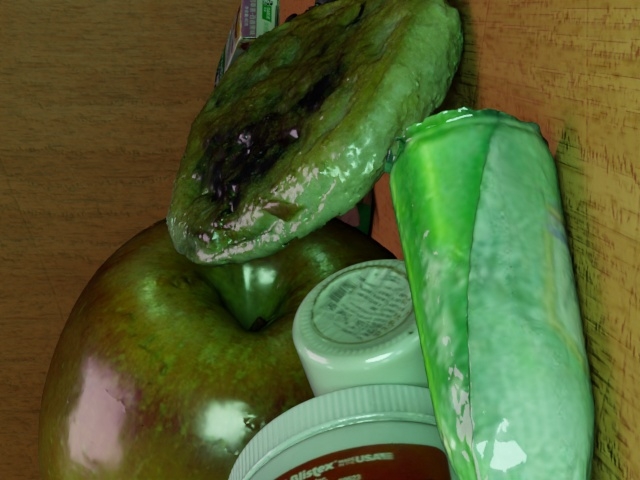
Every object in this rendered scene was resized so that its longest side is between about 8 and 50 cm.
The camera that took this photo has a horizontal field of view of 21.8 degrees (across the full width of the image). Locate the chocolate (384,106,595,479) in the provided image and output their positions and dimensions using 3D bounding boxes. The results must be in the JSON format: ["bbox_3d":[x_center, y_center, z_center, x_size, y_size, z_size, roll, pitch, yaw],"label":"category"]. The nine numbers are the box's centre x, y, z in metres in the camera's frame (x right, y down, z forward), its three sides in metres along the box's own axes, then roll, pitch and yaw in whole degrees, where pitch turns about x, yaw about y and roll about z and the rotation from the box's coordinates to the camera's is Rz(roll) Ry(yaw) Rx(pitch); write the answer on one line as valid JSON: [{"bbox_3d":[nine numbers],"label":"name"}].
[{"bbox_3d":[0.105,0.069,0.937,0.110,0.110,0.291,99,167,-56],"label":"chocolate"}]

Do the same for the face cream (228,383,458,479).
[{"bbox_3d":[0.042,0.220,1.011,0.187,0.201,0.201,-96,9,-52],"label":"face cream"}]

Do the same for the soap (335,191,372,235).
[{"bbox_3d":[-0.003,0.000,1.953,0.273,0.098,0.218,95,172,-45],"label":"soap"}]

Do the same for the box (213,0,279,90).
[{"bbox_3d":[-0.078,-0.189,1.704,0.207,0.041,0.050,127,146,-70],"label":"box"}]

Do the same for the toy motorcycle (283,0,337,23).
[{"bbox_3d":[0.009,-0.160,1.702,0.401,0.134,0.207,-106,23,-66],"label":"toy motorcycle"}]

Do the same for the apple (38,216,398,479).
[{"bbox_3d":[-0.065,0.162,1.481,0.384,0.374,0.374,-47,-31,-47],"label":"apple"}]

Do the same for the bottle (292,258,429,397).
[{"bbox_3d":[0.062,0.133,1.130,0.104,0.104,0.245,-98,-10,-53],"label":"bottle"}]

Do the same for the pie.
[{"bbox_3d":[-0.016,-0.103,1.373,0.070,0.323,0.323,45,-164,-25],"label":"pie"}]
